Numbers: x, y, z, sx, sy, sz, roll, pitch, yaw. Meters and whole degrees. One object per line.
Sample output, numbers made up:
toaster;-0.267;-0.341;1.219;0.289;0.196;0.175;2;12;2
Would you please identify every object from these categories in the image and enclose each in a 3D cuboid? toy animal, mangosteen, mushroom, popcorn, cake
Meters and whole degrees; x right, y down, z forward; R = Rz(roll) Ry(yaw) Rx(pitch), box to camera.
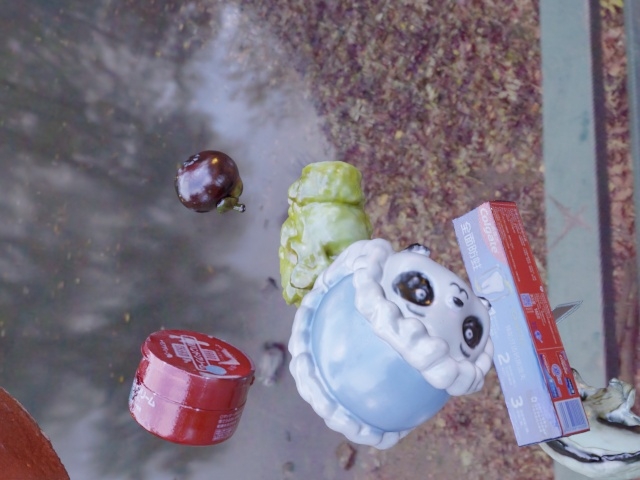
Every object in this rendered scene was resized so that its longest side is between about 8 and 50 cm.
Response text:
toy animal;0.081;0.119;0.813;0.204;0.208;0.156;-42;14;31
mangosteen;-0.132;-0.066;0.872;0.081;0.081;0.081;-13;72;45
mushroom;0.571;0.381;1.525;0.344;0.247;0.130;17;129;51
popcorn;0.000;0.000;1.429;0.225;0.173;0.286;164;106;-71
cake;-0.352;0.267;0.685;0.158;0.159;0.262;-43;14;5

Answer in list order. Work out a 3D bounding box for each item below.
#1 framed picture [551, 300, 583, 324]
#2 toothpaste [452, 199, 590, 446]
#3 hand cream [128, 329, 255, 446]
framed picture;0.447;0.184;1.519;0.183;0.142;0.011;-36;84;-7
toothpaste;0.263;0.106;0.986;0.076;0.066;0.320;-33;63;48
hand cream;-0.247;0.281;1.422;0.230;0.230;0.149;30;108;47
